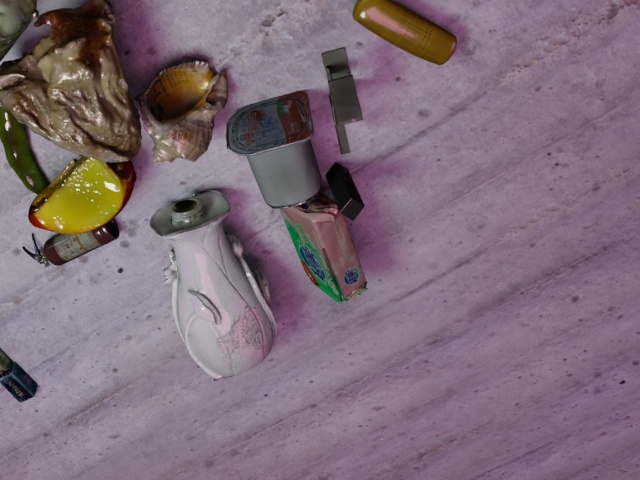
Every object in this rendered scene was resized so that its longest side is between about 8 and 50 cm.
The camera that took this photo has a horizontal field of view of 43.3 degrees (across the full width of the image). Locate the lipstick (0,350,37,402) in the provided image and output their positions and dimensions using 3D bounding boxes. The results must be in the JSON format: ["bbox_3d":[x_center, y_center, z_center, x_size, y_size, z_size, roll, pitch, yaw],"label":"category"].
[{"bbox_3d":[-0.859,0.306,2.113,0.051,0.051,0.312,-22,124,12],"label":"lipstick"}]

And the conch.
[{"bbox_3d":[-0.289,-0.274,1.693,0.245,0.163,0.178,-52,137,-5],"label":"conch"}]

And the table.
[{"bbox_3d":[0.049,-0.295,1.708,0.062,0.146,0.175,-13,126,4],"label":"table"}]

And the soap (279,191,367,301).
[{"bbox_3d":[0.002,-0.001,1.902,0.098,0.218,0.273,-33,129,-17],"label":"soap"}]

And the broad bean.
[{"bbox_3d":[-0.659,-0.190,1.778,0.065,0.046,0.254,-15,127,-3],"label":"broad bean"}]

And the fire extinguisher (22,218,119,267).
[{"bbox_3d":[-0.597,-0.003,1.912,0.231,0.071,0.099,-23,97,12],"label":"fire extinguisher"}]

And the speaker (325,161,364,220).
[{"bbox_3d":[0.054,-0.113,1.810,0.040,0.191,0.046,31,110,-24],"label":"speaker"}]

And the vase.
[{"bbox_3d":[-0.253,0.103,1.925,0.250,0.250,0.445,-12,121,3],"label":"vase"}]

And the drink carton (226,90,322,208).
[{"bbox_3d":[-0.091,-0.191,1.767,0.191,0.185,0.189,-16,137,4],"label":"drink carton"}]

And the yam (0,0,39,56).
[{"bbox_3d":[-0.639,-0.413,1.463,0.195,0.195,0.300,36,159,-27],"label":"yam"}]

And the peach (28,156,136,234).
[{"bbox_3d":[-0.516,-0.101,1.784,0.267,0.158,0.154,-41,109,20],"label":"peach"}]

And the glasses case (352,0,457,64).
[{"bbox_3d":[0.175,-0.437,1.671,0.234,0.064,0.079,23,113,-19],"label":"glasses case"}]

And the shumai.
[{"bbox_3d":[-0.444,-0.322,1.573,0.314,0.267,0.262,36,110,-14],"label":"shumai"}]
